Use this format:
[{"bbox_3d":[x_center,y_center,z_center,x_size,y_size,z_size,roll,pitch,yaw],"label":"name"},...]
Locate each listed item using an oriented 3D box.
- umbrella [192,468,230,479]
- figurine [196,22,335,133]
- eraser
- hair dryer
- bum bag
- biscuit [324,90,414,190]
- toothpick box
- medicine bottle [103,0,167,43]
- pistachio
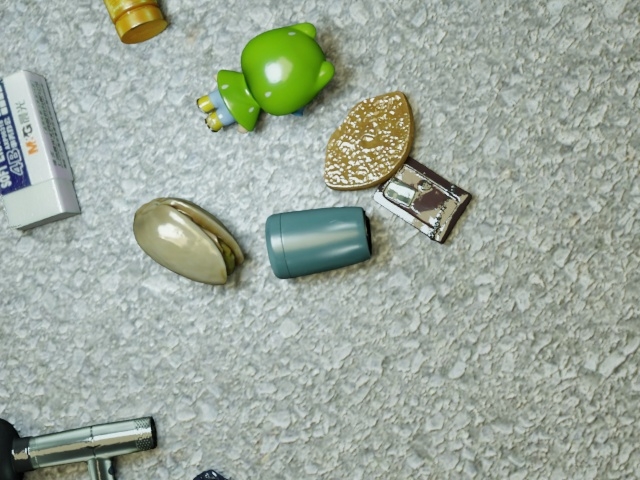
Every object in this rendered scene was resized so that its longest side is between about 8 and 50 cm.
[{"bbox_3d":[-0.126,0.491,1.901,0.248,0.071,0.071,25,91,11],"label":"umbrella"},{"bbox_3d":[-0.102,-0.287,1.911,0.263,0.143,0.162,-27,77,18],"label":"figurine"},{"bbox_3d":[-0.562,-0.170,2.001,0.130,0.086,0.287,-17,84,10],"label":"eraser"},{"bbox_3d":[-0.464,0.466,1.921,0.320,0.156,0.284,-1,76,1],"label":"hair dryer"},{"bbox_3d":[0.184,-0.077,1.905,0.159,0.026,0.109,34,92,15],"label":"bum bag"},{"bbox_3d":[0.092,-0.177,1.917,0.142,0.029,0.220,36,92,17],"label":"biscuit"},{"bbox_3d":[0.000,0.000,1.882,0.184,0.120,0.120,-8,85,6],"label":"toothpick box"},{"bbox_3d":[-0.370,-0.477,1.981,0.096,0.096,0.192,-25,82,7],"label":"medicine bottle"},{"bbox_3d":[-0.246,0.001,1.919,0.215,0.144,0.144,36,93,4],"label":"pistachio"}]
